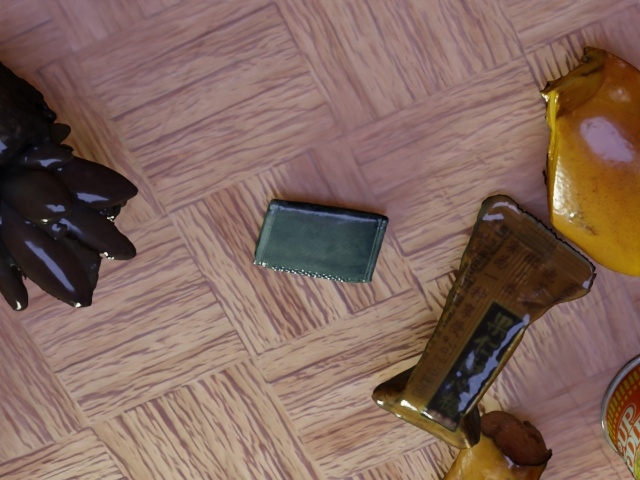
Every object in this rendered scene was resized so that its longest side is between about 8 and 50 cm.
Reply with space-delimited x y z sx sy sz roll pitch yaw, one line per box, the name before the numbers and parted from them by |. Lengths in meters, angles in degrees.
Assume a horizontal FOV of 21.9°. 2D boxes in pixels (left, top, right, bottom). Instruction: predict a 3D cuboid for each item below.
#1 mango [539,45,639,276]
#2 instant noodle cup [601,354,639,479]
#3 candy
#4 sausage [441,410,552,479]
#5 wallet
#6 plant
mango | 0.295 -0.064 1.654 0.154 0.126 0.252 -13 121 16
instant noodle cup | 0.420 0.243 1.787 0.193 0.212 0.193 -2 120 -4
candy | 0.175 0.094 1.747 0.143 0.101 0.271 31 108 6
sausage | 0.160 0.315 1.872 0.109 0.109 0.270 25 114 -17
wallet | 0.000 0.000 1.722 0.129 0.026 0.088 9 122 -11
plant | -0.317 -0.080 1.566 0.194 0.181 0.321 -37 118 10
